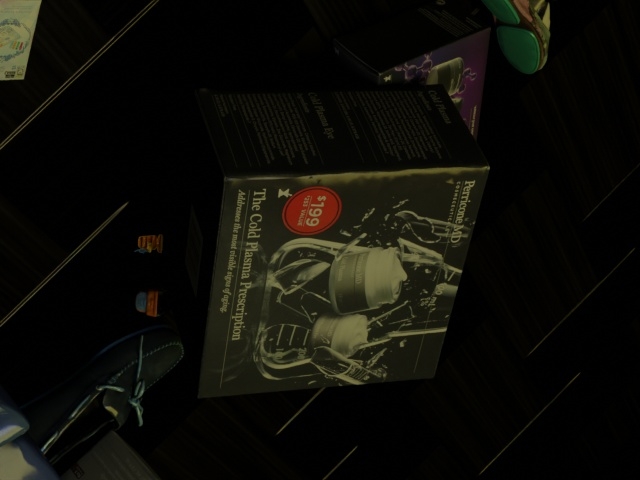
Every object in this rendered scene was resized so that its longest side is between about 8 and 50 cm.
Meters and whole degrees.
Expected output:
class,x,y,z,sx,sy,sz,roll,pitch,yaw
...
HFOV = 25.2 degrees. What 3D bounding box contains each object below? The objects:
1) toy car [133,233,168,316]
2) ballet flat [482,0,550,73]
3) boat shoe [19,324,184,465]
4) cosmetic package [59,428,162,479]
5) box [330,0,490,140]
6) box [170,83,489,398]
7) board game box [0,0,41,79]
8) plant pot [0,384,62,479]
class,x,y,z,sx,sy,sz,roll,pitch,yaw
toy car,-0.212,0.040,1.774,0.040,0.060,0.122,4,110,4
ballet flat,0.264,-0.307,1.903,0.079,0.077,0.221,-62,146,-14
boat shoe,-0.271,0.210,1.806,0.258,0.089,0.109,-37,143,-15
cosmetic package,-0.312,0.384,1.895,0.238,0.127,0.107,-43,144,-10
box,0.110,-0.159,1.850,0.184,0.103,0.261,-24,137,-26
box,0.000,0.000,1.723,0.312,0.179,0.343,-4,131,-17
board game box,-0.330,-0.203,1.427,0.090,0.020,0.090,-7,128,-42
plant pot,-0.430,0.244,1.565,0.236,0.236,0.212,-29,134,-23
